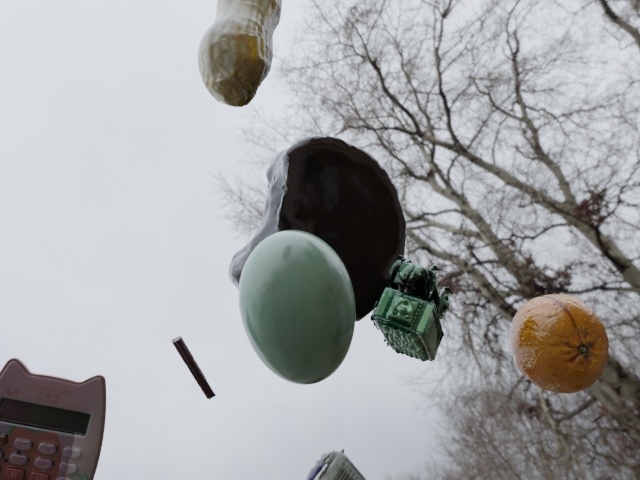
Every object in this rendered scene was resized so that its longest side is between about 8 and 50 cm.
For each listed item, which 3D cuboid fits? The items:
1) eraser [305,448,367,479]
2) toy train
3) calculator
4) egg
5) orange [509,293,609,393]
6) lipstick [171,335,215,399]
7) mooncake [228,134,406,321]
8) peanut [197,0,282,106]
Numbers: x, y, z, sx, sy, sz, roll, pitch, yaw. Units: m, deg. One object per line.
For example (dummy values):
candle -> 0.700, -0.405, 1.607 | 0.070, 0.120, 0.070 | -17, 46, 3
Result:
eraser -> 0.089, 0.652, 1.296 | 0.102, 0.332, 0.155 | -38, 2, 41
toy train -> 0.180, 0.133, 1.090 | 0.154, 0.115, 0.269 | -64, -24, -15
calculator -> -0.509, 0.383, 1.004 | 0.220, 0.048, 0.329 | 15, -96, -11
egg -> -0.033, 0.098, 0.826 | 0.168, 0.168, 0.230 | -14, -80, -19
orange -> 0.465, 0.199, 1.096 | 0.194, 0.193, 0.161 | -14, -10, -20
lipstick -> -0.299, 0.305, 1.338 | 0.027, 0.027, 0.176 | -27, -73, -5
mooncake -> 0.000, 0.000, 1.158 | 0.351, 0.212, 0.380 | 34, -104, -19
peanut -> -0.096, -0.251, 0.684 | 0.087, 0.206, 0.087 | 6, -29, 3
